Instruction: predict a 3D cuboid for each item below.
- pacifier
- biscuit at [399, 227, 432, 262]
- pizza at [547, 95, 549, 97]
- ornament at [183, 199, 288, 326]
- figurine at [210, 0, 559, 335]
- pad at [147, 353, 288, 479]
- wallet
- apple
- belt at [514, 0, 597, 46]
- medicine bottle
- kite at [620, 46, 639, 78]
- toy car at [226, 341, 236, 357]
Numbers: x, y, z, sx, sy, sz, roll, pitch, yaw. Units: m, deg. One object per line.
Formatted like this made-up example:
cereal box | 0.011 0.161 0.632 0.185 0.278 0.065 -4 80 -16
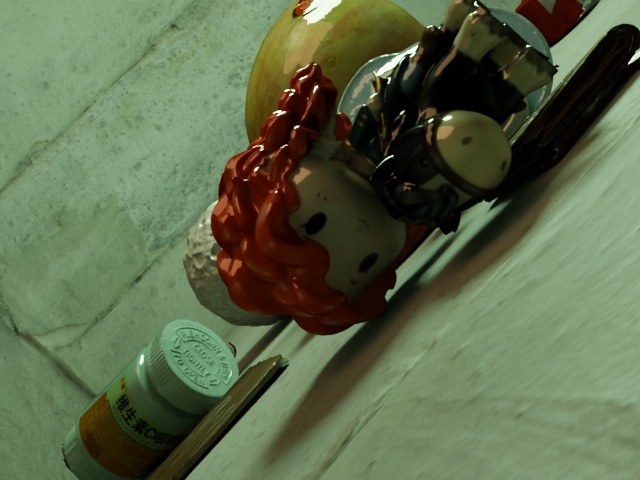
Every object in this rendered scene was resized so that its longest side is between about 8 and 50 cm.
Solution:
pacifier | 0.179 -0.159 1.516 0.299 0.244 0.233 -27 -24 15
biscuit | 0.114 -0.006 1.512 0.206 0.025 0.126 -47 3 -20
pizza | 0.289 -0.173 1.371 0.123 0.026 0.108 -48 1 -31
ornament | -0.136 0.040 2.163 0.225 0.259 0.259 -49 1 23
figurine | 0.067 -0.080 1.203 0.412 0.241 0.306 -30 46 38
pad | -0.170 0.279 1.648 0.286 0.018 0.284 -46 3 -17
wallet | 0.245 -0.134 1.203 0.195 0.042 0.161 -50 4 -21
apple | 0.060 -0.221 1.912 0.346 0.391 0.391 -53 2 6
belt | 0.445 -0.460 2.219 0.128 0.124 0.201 -47 2 4
medicine bottle | -0.290 0.285 1.922 0.318 0.158 0.158 -44 3 30
kite | 0.358 -0.225 1.198 0.234 0.016 0.321 -44 3 28
toy car | -0.185 0.244 2.032 0.142 0.055 0.069 -60 2 -34
